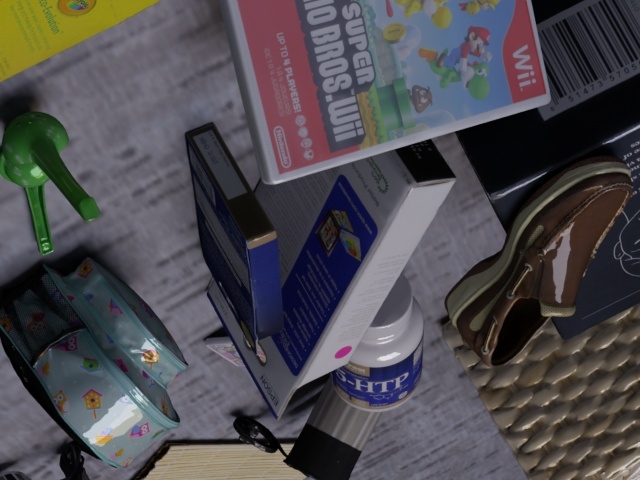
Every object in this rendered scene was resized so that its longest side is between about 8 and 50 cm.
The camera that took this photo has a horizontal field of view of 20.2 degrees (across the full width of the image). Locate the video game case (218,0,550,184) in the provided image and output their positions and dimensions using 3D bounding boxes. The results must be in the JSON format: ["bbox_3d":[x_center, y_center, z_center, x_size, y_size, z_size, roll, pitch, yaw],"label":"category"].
[{"bbox_3d":[0.057,-0.182,1.552,0.285,0.204,0.025,-18,-169,-23],"label":"video game case"}]

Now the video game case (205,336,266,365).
[{"bbox_3d":[-0.056,0.122,2.018,0.122,0.011,0.087,-5,158,22],"label":"video game case"}]

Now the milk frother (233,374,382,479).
[{"bbox_3d":[-0.012,0.213,2.184,0.143,0.129,0.135,31,83,-30],"label":"milk frother"}]

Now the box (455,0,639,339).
[{"bbox_3d":[0.300,-0.108,1.817,0.293,0.212,0.395,-27,151,5],"label":"box"}]

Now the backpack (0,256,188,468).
[{"bbox_3d":[-0.213,0.122,1.752,0.144,0.188,0.166,-32,151,2],"label":"backpack"}]

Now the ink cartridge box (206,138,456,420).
[{"bbox_3d":[0.000,0.000,1.771,0.069,0.176,0.371,-9,145,-35],"label":"ink cartridge box"}]

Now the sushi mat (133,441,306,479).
[{"bbox_3d":[-0.121,0.305,2.302,0.316,0.019,0.151,6,134,-47],"label":"sushi mat"}]

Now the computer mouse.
[{"bbox_3d":[-0.350,0.292,2.004,0.193,0.106,0.042,-12,141,-14],"label":"computer mouse"}]

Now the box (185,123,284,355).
[{"bbox_3d":[-0.081,0.004,1.744,0.036,0.136,0.225,-23,151,-14],"label":"box"}]

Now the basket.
[{"bbox_3d":[0.384,0.177,2.253,0.331,0.328,0.266,-34,149,8],"label":"basket"}]

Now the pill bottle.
[{"bbox_3d":[0.063,0.110,2.068,0.112,0.112,0.187,-24,150,-12],"label":"pill bottle"}]

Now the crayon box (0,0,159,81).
[{"bbox_3d":[-0.270,-0.178,1.300,0.318,0.081,0.202,-27,164,-7],"label":"crayon box"}]

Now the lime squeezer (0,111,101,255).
[{"bbox_3d":[-0.235,-0.056,1.556,0.059,0.110,0.310,-40,-175,-16],"label":"lime squeezer"}]

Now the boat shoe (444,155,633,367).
[{"bbox_3d":[0.216,0.028,1.665,0.095,0.095,0.257,-3,146,-33],"label":"boat shoe"}]
